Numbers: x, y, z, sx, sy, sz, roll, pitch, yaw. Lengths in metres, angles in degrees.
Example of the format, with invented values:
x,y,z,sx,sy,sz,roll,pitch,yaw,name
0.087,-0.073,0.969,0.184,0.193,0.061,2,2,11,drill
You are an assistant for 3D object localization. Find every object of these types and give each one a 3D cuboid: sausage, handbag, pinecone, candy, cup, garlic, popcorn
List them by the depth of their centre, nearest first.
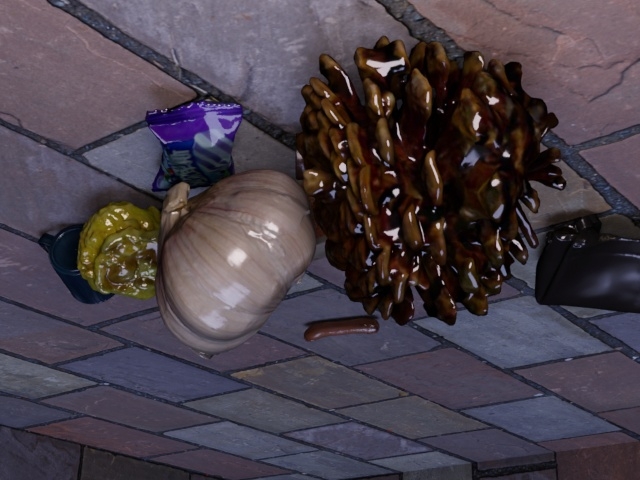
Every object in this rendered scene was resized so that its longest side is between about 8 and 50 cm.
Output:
x,y,z,sx,sy,sz,roll,pitch,yaw,name
0.147,-0.080,1.389,0.397,0.398,0.398,1,156,0,pinecone
-0.198,-0.140,1.632,0.145,0.070,0.275,-5,157,-10,candy
-0.137,0.025,1.635,0.241,0.322,0.322,17,152,-28,garlic
-0.344,0.028,1.872,0.197,0.155,0.197,-17,138,-16,popcorn
0.556,0.043,1.953,0.285,0.113,0.257,6,151,8,handbag
-0.469,0.045,2.004,0.150,0.113,0.138,-3,154,4,cup
0.047,0.207,2.432,0.186,0.043,0.043,-9,154,20,sausage

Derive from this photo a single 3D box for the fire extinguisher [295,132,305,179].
x,y,z,sx,sy,sz,roll,pitch,yaw,name
0.086,-0.140,1.640,0.252,0.106,0.075,-1,118,1,fire extinguisher

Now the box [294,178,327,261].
x,y,z,sx,sy,sz,roll,pitch,yaw,name
0.002,-0.045,1.745,0.201,0.141,0.058,-18,155,38,box
